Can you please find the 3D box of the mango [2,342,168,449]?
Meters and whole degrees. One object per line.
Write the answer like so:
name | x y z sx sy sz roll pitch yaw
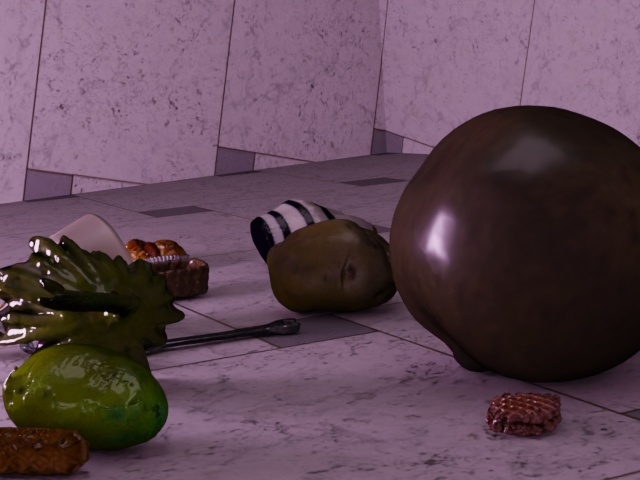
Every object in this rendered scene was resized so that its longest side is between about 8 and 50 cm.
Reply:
mango | -0.235 0.165 1.317 0.178 0.100 0.119 9 35 22

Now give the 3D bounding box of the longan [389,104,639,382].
longan | 0.244 0.007 1.509 0.361 0.361 0.361 -3 9 0

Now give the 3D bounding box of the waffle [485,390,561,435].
waffle | 0.203 0.174 1.302 0.075 0.029 0.083 -4 11 14

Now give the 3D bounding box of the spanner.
spanner | -0.145 0.131 1.767 0.254 0.015 0.054 -7 10 -23

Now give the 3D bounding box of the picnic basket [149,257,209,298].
picnic basket | -0.277 0.069 2.098 0.193 0.055 0.110 -6 10 -19

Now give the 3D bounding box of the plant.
plant | -0.239 0.106 1.439 0.251 0.180 0.333 5 8 -25

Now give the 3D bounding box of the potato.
potato | 0.018 0.042 1.922 0.200 0.137 0.154 0 -21 19

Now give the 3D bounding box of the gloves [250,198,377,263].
gloves | -0.004 -0.015 2.324 0.219 0.131 0.140 -16 15 -20

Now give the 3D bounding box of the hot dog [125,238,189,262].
hot dog | -0.309 0.024 2.416 0.099 0.053 0.192 -3 10 -23

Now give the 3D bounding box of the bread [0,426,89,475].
bread | -0.297 0.203 1.253 0.157 0.044 0.052 -2 12 13

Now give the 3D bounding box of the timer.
timer | -0.398 0.090 1.790 0.266 0.175 0.175 -24 18 -27

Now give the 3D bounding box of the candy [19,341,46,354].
candy | -0.324 0.142 1.683 0.175 0.045 0.043 5 46 38
